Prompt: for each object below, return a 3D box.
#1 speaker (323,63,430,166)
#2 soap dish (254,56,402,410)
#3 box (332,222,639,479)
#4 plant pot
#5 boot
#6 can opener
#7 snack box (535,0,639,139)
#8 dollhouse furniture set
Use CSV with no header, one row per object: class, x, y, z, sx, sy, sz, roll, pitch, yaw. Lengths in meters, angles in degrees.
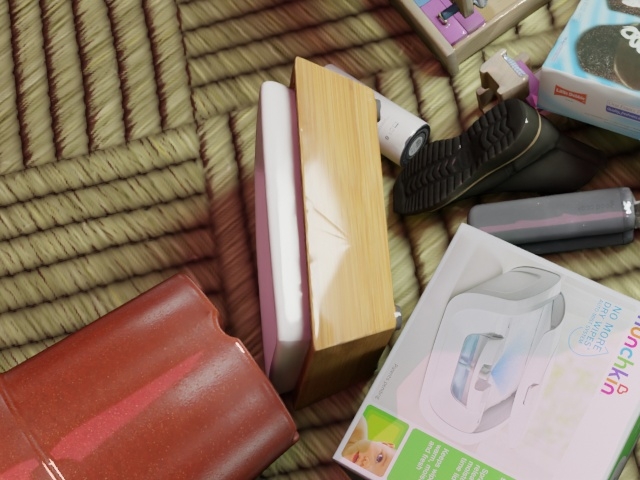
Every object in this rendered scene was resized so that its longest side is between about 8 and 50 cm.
speaker,0.050,-0.137,1.310,0.136,0.055,0.055,34,81,21
soap dish,0.000,0.000,1.190,0.118,0.229,0.291,-1,69,-6
box,0.180,0.157,1.140,0.231,0.127,0.262,26,77,21
plant pot,-0.182,0.184,1.148,0.265,0.272,0.272,-36,67,-11
boot,0.183,-0.060,1.248,0.198,0.137,0.077,-27,53,44
can opener,0.291,-0.001,1.198,0.283,0.076,0.095,-7,68,11
snack box,0.360,-0.222,1.209,0.187,0.060,0.322,20,52,18
dollhouse furniture set,0.183,-0.301,1.208,0.198,0.303,0.286,-35,67,-1
